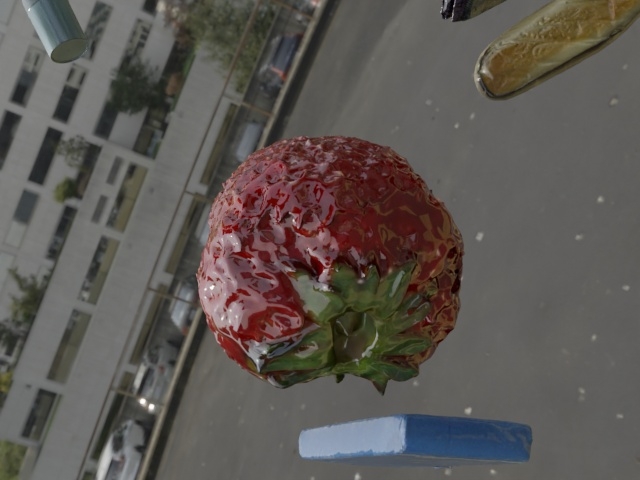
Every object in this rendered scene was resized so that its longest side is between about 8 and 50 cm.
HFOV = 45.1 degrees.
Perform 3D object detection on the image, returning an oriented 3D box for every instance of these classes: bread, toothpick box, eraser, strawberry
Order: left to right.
[{"bbox_3d":[-0.322,-0.264,0.938,0.083,0.052,0.052,62,147,11],"label":"toothpick box"},{"bbox_3d":[0.000,0.000,0.753,0.257,0.257,0.277,-60,33,27],"label":"strawberry"},{"bbox_3d":[0.090,0.231,0.869,0.312,0.144,0.043,142,135,-63],"label":"eraser"},{"bbox_3d":[0.256,-0.217,0.807,0.214,0.073,0.053,-33,2,8],"label":"bread"}]

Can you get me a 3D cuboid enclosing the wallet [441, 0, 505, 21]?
[{"bbox_3d":[0.191,-0.305,0.812,0.166,0.030,0.111,-33,-35,-33],"label":"wallet"}]
